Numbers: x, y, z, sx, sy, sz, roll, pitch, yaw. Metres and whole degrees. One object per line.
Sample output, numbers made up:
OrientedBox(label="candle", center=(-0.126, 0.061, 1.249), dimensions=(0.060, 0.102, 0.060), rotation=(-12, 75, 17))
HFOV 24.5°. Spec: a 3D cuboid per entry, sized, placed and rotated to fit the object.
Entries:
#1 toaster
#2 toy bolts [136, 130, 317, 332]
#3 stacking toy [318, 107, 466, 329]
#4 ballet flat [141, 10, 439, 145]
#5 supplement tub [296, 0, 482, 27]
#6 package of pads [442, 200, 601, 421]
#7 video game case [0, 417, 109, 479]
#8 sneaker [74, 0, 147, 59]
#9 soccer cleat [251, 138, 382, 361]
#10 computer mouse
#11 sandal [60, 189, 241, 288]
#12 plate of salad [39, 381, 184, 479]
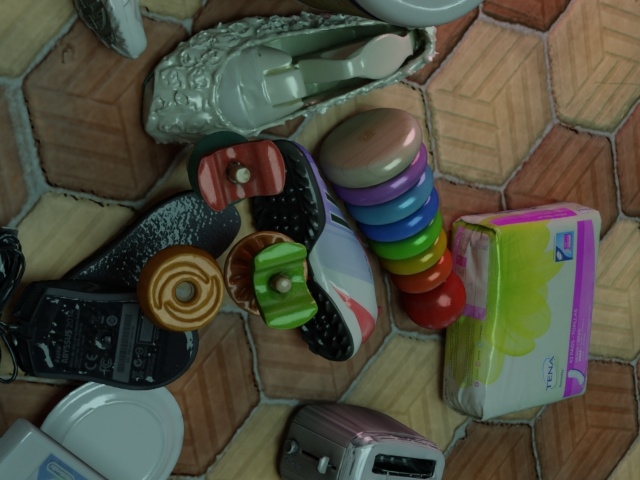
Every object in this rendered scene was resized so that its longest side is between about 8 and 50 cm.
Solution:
OrientedBox(label="toaster", center=(0.065, 0.304, 2.004), dimensions=(0.227, 0.146, 0.129), rotation=(15, 94, -38))
OrientedBox(label="toy bolts", center=(-0.126, -0.011, 1.716), dimensions=(0.218, 0.158, 0.229), rotation=(-11, 103, -18))
OrientedBox(label="stacking toy", center=(0.118, -0.014, 1.980), dimensions=(0.141, 0.141, 0.330), rotation=(-42, 129, -20))
OrientedBox(label="ballet flat", center=(-0.024, -0.215, 1.812), dimensions=(0.408, 0.147, 0.147), rotation=(-22, 114, -29))
OrientedBox(label="supplement tub", center=(0.053, -0.367, 1.667), dimensions=(0.228, 0.316, 0.228), rotation=(-7, 106, -24))
OrientedBox(label="package of pads", center=(0.290, 0.102, 2.142), dimensions=(0.229, 0.101, 0.297), rotation=(-8, 106, -36))
OrientedBox(label="video game case", center=(-0.334, 0.392, 1.675), dimensions=(0.300, 0.036, 0.329), rotation=(-48, 134, -6))
OrientedBox(label="sneaker", center=(-0.228, -0.321, 1.664), dimensions=(0.115, 0.090, 0.232), rotation=(-32, 120, -29))
OrientedBox(label="soccer cleat", center=(0.000, 0.000, 1.918), dimensions=(0.116, 0.108, 0.318), rotation=(-43, 124, -44))
OrientedBox(label="computer mouse", center=(-0.277, 0.095, 1.716), dimensions=(0.272, 0.072, 0.189), rotation=(12, 99, -14))
OrientedBox(label="sandal", center=(-0.216, 0.014, 1.790), dimensions=(0.254, 0.054, 0.097), rotation=(-30, 111, -16))
OrientedBox(label="plate of salad", center=(-0.263, 0.251, 1.814), dimensions=(0.199, 0.048, 0.200), rotation=(-12, 117, -25))
